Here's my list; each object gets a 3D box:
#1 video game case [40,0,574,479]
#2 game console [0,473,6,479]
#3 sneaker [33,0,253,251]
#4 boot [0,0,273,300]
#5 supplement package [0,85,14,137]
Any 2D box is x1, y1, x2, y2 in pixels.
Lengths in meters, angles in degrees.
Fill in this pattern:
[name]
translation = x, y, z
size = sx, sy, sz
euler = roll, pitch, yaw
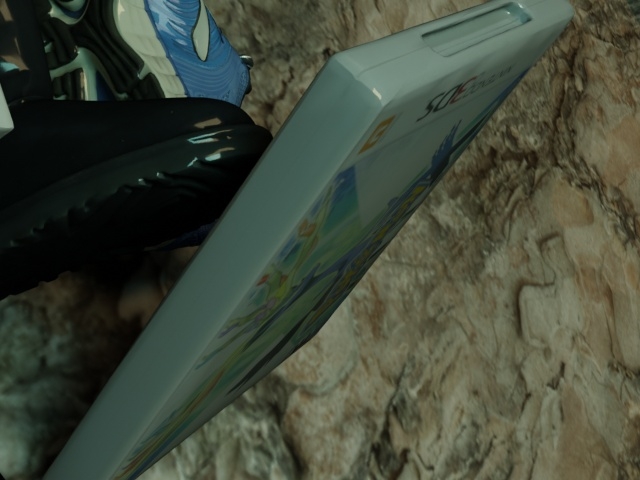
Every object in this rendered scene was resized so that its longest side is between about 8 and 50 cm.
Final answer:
[video game case]
translation = 0.000, 0.000, 0.644
size = 0.036, 0.329, 0.300
euler = 43, 32, 9
[game console]
translation = -0.073, 0.249, 0.414
size = 0.387, 0.060, 0.342
euler = 55, -9, -10
[sneaker]
translation = -0.133, -0.140, 0.765
size = 0.147, 0.129, 0.330
euler = 19, 54, -64
[boot]
translation = -0.156, -0.087, 0.567
size = 0.094, 0.246, 0.207
euler = 16, 56, -65
[supplement package]
translation = -0.293, -0.145, 0.476
size = 0.175, 0.177, 0.293
euler = -7, 74, -55
